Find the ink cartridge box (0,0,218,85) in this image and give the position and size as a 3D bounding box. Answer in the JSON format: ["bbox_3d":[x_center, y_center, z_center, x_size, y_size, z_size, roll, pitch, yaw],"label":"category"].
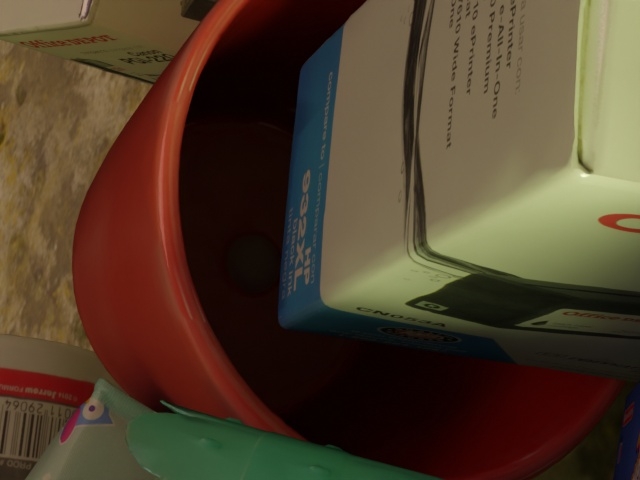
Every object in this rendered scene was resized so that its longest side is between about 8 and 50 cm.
[{"bbox_3d":[-0.079,-0.146,1.069,0.159,0.218,0.092,5,80,57],"label":"ink cartridge box"}]

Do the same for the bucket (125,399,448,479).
[{"bbox_3d":[0.000,0.207,0.630,0.281,0.183,0.281,10,-90,-84],"label":"bucket"}]

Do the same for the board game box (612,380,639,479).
[{"bbox_3d":[0.136,0.152,0.558,0.347,0.078,0.233,63,-143,-78],"label":"board game box"}]

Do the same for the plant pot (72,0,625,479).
[{"bbox_3d":[0.000,0.000,0.877,0.243,0.275,0.274,-19,60,63],"label":"plant pot"}]

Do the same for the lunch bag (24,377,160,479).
[{"bbox_3d":[-0.112,0.214,0.900,0.223,0.160,0.262,-57,-5,-14],"label":"lunch bag"}]

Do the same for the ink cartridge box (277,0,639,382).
[{"bbox_3d":[0.133,-0.031,0.622,0.307,0.223,0.129,148,131,-70],"label":"ink cartridge box"}]

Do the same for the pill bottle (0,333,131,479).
[{"bbox_3d":[-0.226,0.236,1.153,0.176,0.176,0.318,-20,59,51],"label":"pill bottle"}]
